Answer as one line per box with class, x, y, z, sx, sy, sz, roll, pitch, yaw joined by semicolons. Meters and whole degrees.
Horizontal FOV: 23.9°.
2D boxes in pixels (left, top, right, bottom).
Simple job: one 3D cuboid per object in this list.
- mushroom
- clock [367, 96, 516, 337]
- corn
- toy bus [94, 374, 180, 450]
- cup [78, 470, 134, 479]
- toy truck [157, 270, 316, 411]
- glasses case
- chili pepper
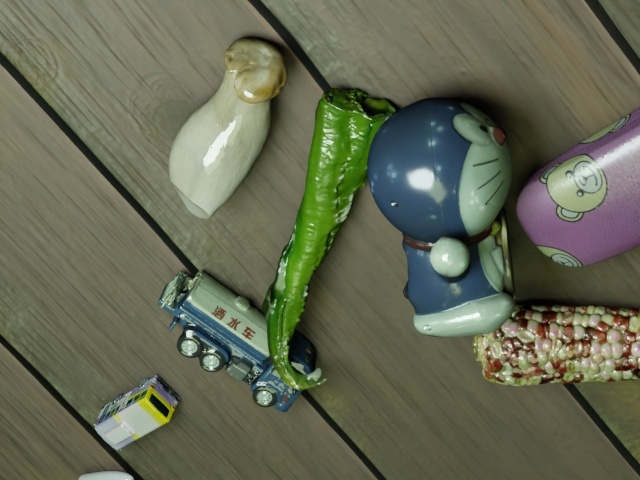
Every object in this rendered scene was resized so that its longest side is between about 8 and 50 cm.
mushroom;-0.101;-0.115;1.605;0.088;0.097;0.212;34;125;2
clock;0.132;-0.027;1.558;0.147;0.199;0.243;-8;111;13
corn;0.310;0.117;1.670;0.281;0.092;0.092;0;123;12
toy bus;-0.230;0.217;1.882;0.102;0.058;0.052;-31;111;28
cup;-0.263;0.449;1.989;0.173;0.167;0.299;-14;92;28
toy truck;-0.098;0.111;1.777;0.202;0.074;0.088;36;115;-11
glasses case;0.346;-0.075;1.539;0.316;0.076;0.123;-31;112;29
chili pepper;0.000;0.000;1.666;0.085;0.076;0.359;7;119;-15
